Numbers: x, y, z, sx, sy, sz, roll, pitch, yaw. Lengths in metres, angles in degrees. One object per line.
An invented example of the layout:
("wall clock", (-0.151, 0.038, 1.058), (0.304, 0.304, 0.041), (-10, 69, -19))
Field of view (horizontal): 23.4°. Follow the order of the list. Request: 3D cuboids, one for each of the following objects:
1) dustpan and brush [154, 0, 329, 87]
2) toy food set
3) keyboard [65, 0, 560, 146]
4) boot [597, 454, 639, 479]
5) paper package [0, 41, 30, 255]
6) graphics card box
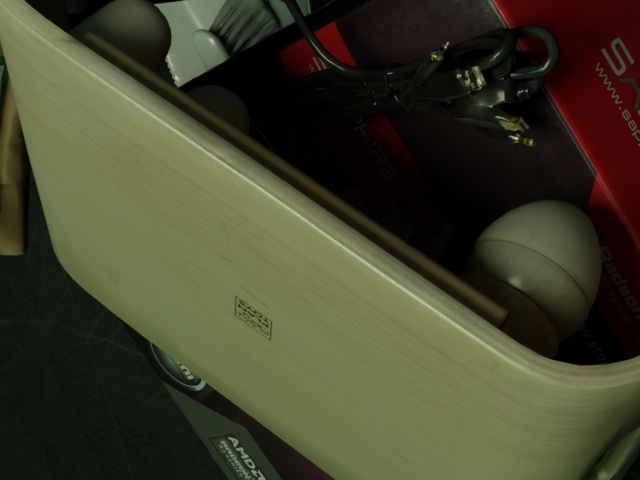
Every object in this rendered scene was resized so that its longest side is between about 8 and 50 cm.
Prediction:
("dustpan and brush", (-0.031, -0.060, 0.873), (0.147, 0.060, 0.211), (15, 137, 49))
("toy food set", (0.000, 0.000, 0.633), (0.306, 0.092, 0.219), (35, 157, 14))
("keyboard", (-0.020, -0.122, 0.591), (0.317, 0.033, 0.201), (3, 130, 46))
("boot", (0.150, 0.188, 0.878), (0.222, 0.118, 0.338), (57, 163, -19))
("paper package", (-0.350, -0.116, 0.892), (0.309, 0.325, 0.168), (-132, 47, -55))
("graphics card box", (0.032, 0.001, 0.755), (0.371, 0.094, 0.232), (-19, 108, 51))
